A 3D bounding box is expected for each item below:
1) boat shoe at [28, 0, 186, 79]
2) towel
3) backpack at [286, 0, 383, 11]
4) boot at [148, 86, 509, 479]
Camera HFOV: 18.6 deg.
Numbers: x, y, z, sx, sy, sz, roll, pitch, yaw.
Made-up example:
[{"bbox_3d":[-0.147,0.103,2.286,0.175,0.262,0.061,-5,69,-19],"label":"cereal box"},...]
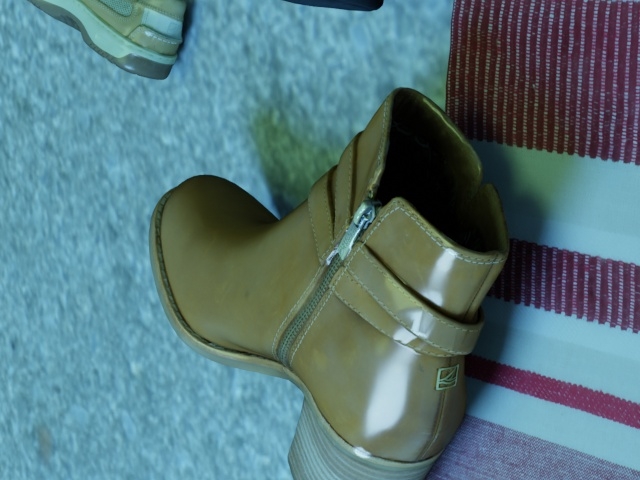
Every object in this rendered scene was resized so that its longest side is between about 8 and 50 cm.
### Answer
[{"bbox_3d":[-0.154,-0.182,1.348,0.190,0.068,0.072,36,109,32],"label":"boat shoe"},{"bbox_3d":[0.143,0.003,1.011,0.237,0.037,0.329,14,103,52],"label":"towel"},{"bbox_3d":[-0.046,-0.348,1.066,0.290,0.273,0.355,45,115,48],"label":"backpack"},{"bbox_3d":[0.000,0.000,1.095,0.283,0.109,0.220,-118,35,-41],"label":"boot"}]
